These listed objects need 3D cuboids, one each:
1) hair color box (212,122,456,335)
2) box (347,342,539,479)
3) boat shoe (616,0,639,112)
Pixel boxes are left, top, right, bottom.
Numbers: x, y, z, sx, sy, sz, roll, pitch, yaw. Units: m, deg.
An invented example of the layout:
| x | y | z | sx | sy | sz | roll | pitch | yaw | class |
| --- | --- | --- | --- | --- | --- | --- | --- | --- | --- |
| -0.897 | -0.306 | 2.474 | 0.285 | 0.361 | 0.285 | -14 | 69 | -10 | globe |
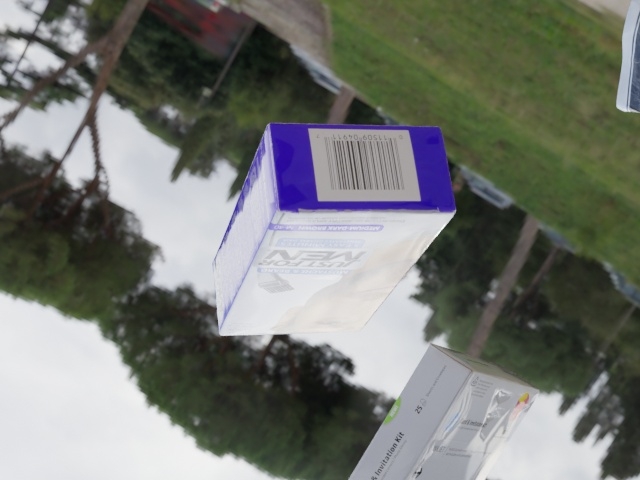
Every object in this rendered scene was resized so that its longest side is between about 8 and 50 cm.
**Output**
| x | y | z | sx | sy | sz | roll | pitch | yaw | class |
| --- | --- | --- | --- | --- | --- | --- | --- | --- | --- |
| 0.000 | 0.000 | 1.184 | 0.185 | 0.339 | 0.110 | 0 | -113 | -15 | hair color box |
| 0.065 | 0.164 | 0.718 | 0.038 | 0.186 | 0.145 | 34 | -175 | 30 | box |
| 0.452 | -0.252 | 1.444 | 0.083 | 0.183 | 0.065 | 15 | -139 | 26 | boat shoe |
